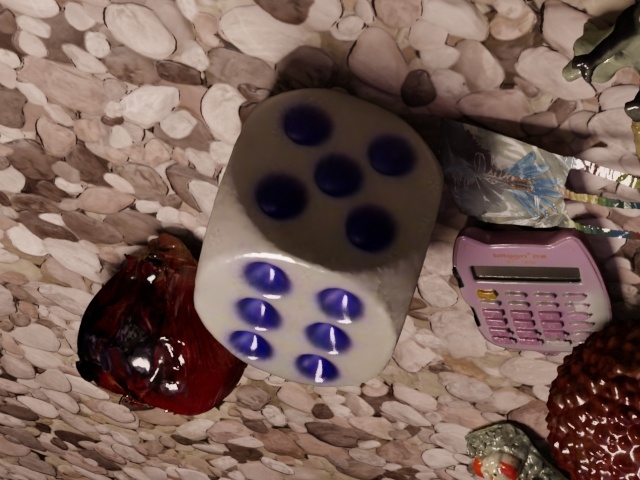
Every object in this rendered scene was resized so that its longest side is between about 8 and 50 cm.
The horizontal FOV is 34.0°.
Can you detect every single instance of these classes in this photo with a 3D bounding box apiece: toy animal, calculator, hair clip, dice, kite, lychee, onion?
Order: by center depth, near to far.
[{"bbox_3d":[0.312,-0.192,0.953,0.094,0.121,0.225,38,145,-12],"label":"toy animal"},{"bbox_3d":[0.274,-0.048,1.187,0.309,0.015,0.169,19,147,24],"label":"kite"},{"bbox_3d":[0.000,0.000,1.214,0.243,0.251,0.259,19,144,-1],"label":"dice"},{"bbox_3d":[0.435,0.226,1.322,0.300,0.264,0.264,17,144,-5],"label":"lychee"},{"bbox_3d":[0.281,0.069,1.372,0.194,0.043,0.294,0,143,21],"label":"calculator"},{"bbox_3d":[-0.237,0.142,1.534,0.280,0.221,0.281,18,123,29],"label":"onion"},{"bbox_3d":[0.371,0.415,1.735,0.321,0.091,0.138,34,143,-19],"label":"hair clip"}]

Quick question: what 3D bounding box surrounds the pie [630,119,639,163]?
[{"bbox_3d":[0.400,-0.102,1.069,0.163,0.079,0.193,10,145,18],"label":"pie"}]
